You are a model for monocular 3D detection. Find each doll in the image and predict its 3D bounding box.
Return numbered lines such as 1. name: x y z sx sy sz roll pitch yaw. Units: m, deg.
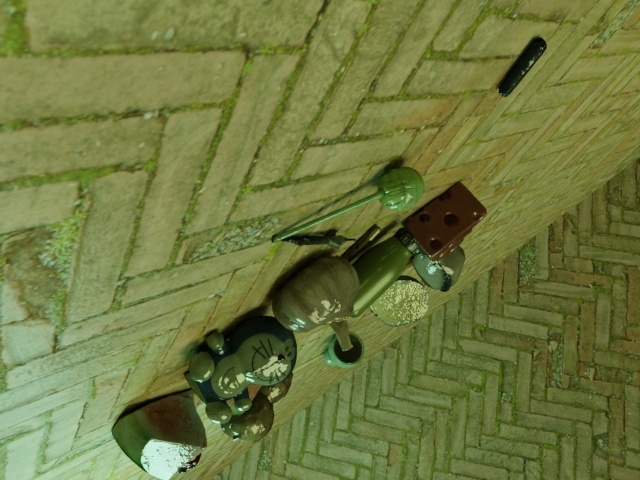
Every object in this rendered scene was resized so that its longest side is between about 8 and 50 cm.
1. doll: -0.176 0.290 1.388 0.258 0.228 0.154 -21 -157 -8

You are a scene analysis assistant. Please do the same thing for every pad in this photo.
1. pad: 0.077 0.059 1.500 0.188 0.006 0.113 -44 174 19

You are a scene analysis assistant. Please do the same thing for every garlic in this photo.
1. garlic: 0.016 0.160 1.360 0.218 0.212 0.218 -33 167 -8

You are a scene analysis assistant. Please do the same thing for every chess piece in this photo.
1. chess piece: 0.067 0.453 2.317 0.139 0.139 0.272 -27 171 -26

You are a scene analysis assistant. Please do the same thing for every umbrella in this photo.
1. umbrella: -0.001 -0.005 1.227 0.044 0.044 0.269 -18 165 36
2. umbrella: 0.392 -0.334 1.129 0.036 0.031 0.133 -20 156 -36

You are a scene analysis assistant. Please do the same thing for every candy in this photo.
1. candy: 0.056 -0.062 1.144 0.335 0.093 0.092 -22 115 -15

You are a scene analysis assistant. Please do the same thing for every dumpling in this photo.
1. dumpling: 0.415 0.061 1.924 0.204 0.163 0.293 -28 148 -13

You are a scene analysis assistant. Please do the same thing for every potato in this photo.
1. potato: 0.262 0.188 1.996 0.202 0.117 0.182 -13 117 4

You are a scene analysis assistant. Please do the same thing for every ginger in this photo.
1. ginger: -0.178 0.441 1.713 0.244 0.155 0.304 104 11 -73

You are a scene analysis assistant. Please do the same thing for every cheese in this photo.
1. cheese: 0.333 -0.035 1.609 0.203 0.128 0.177 -38 164 -8

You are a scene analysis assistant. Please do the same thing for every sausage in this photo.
1. sausage: 0.099 0.012 1.441 0.132 0.024 0.024 -45 160 21

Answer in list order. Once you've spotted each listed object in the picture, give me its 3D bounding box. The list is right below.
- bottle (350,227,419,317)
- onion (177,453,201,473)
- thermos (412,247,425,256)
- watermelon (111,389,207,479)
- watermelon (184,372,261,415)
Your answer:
1. bottle: 0.144 0.078 1.504 0.260 0.112 0.112 -45 161 5
2. onion: -0.450 0.602 1.747 0.173 0.135 0.198 -29 129 33
3. thermos: 0.343 -0.011 1.733 0.187 0.083 0.073 -34 164 -5
4. watermelon: -0.425 0.497 1.530 0.231 0.193 0.310 -6 136 -22
5. watermelon: -0.204 0.330 1.535 0.256 0.140 0.193 -44 158 -8
